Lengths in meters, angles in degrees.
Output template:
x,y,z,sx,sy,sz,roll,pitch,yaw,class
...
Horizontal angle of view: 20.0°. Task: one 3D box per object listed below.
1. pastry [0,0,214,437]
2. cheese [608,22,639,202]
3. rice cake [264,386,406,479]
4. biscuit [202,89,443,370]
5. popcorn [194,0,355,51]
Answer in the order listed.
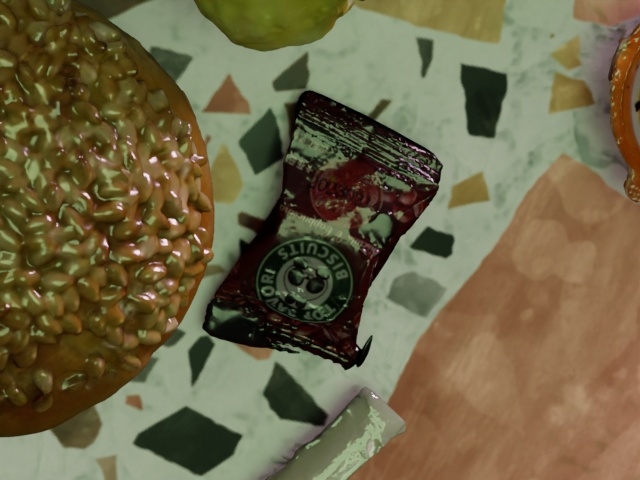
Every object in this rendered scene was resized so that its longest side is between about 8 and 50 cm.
x,y,z,sx,sy,sz,roll,pitch,yaw,class
-0.277,-0.032,1.430,0.410,0.245,0.409,-3,101,-16,pastry
0.377,-0.174,1.648,0.217,0.129,0.329,24,99,-22,cheese
-0.033,0.236,1.664,0.256,0.052,0.057,-43,107,-4,rice cake
0.006,0.002,1.619,0.151,0.063,0.235,23,99,-8,biscuit
-0.025,-0.348,1.422,0.292,0.293,0.334,38,59,-4,popcorn
